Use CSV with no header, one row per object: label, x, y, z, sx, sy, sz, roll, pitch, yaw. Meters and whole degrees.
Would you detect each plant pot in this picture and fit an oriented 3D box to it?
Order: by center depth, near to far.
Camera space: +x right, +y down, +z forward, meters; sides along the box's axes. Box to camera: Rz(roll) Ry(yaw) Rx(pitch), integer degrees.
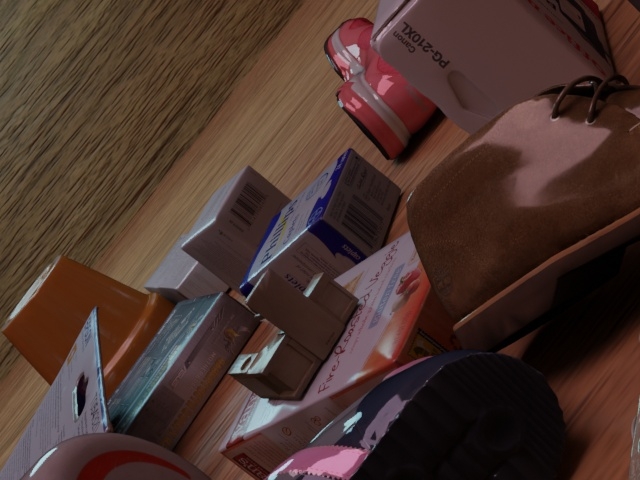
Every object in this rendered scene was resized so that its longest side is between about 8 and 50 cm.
plant pot,-0.311,0.124,1.634,0.205,0.188,0.205,-47,14,15

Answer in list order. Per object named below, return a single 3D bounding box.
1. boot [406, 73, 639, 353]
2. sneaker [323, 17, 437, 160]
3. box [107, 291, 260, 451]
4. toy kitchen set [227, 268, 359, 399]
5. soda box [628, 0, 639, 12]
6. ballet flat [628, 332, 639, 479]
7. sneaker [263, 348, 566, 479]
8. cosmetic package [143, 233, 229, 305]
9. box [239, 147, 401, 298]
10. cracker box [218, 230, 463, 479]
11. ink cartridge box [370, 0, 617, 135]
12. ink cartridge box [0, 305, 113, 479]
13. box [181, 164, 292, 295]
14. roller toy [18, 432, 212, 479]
boot,0.162,-0.053,0.658,0.305,0.115,0.112,-39,-16,35
sneaker,0.095,-0.197,1.389,0.136,0.116,0.314,-37,23,13
box,-0.177,0.168,1.367,0.231,0.056,0.183,-56,15,-19
toy kitchen set,-0.033,0.058,0.862,0.083,0.068,0.075,-57,15,-19
soda box,0.290,-0.228,0.789,0.091,0.098,0.286,-53,14,-14
ballet flat,0.164,0.052,0.560,0.052,0.057,0.168,-52,9,44
sneaker,-0.010,0.180,0.654,0.319,0.112,0.131,-37,3,-7
cosmetic package,-0.169,0.042,1.661,0.099,0.060,0.239,-56,14,-11
box,0.000,0.000,1.195,0.137,0.072,0.126,-42,16,36
cracker box,0.035,0.080,0.878,0.232,0.067,0.156,-36,20,49
ink cartridge box,0.139,-0.173,0.977,0.100,0.172,0.237,-45,15,25
ink cartridge box,-0.269,0.266,1.212,0.330,0.071,0.324,-58,19,8
box,-0.090,-0.011,1.454,0.087,0.102,0.101,-34,22,46
roller toy,-0.126,0.223,0.765,0.146,0.191,0.209,-47,-28,21
